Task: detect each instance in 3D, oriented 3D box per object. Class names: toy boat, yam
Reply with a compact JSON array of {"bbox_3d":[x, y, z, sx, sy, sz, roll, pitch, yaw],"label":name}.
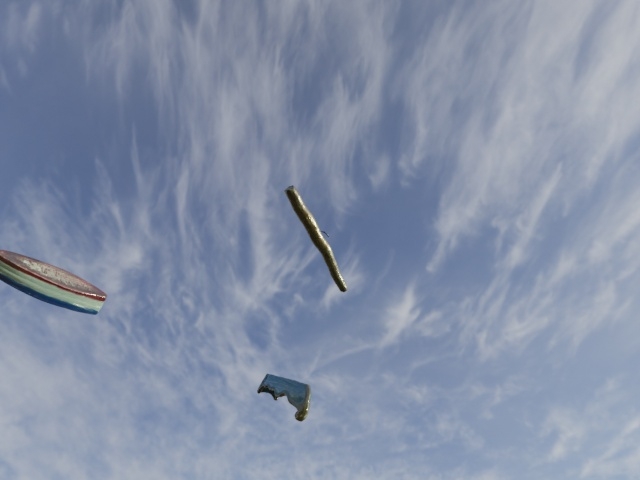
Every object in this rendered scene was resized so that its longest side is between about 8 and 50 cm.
[{"bbox_3d":[-0.075,0.351,1.122,0.075,0.077,0.186,31,-22,-29],"label":"toy boat"},{"bbox_3d":[-0.497,0.072,0.910,0.046,0.080,0.229,-33,-44,20],"label":"toy boat"},{"bbox_3d":[-0.001,0.001,0.908,0.027,0.029,0.234,-15,-62,27],"label":"yam"}]
